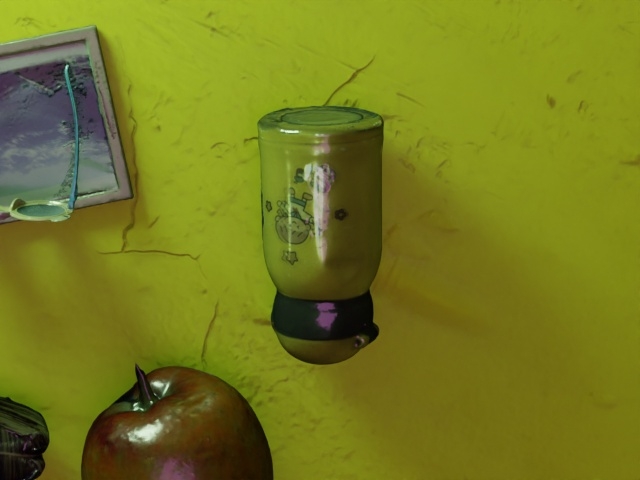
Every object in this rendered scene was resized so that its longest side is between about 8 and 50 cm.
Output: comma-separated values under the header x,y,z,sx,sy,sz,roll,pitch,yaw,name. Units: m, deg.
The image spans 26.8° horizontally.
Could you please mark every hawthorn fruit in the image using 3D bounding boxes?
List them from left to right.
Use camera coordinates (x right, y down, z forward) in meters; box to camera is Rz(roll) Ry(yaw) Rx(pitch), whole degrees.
x,y,z,sx,sy,sz,roll,pitch,yaw,name
-0.200,0.301,1.855,0.268,0.268,0.300,-12,104,-5,hawthorn fruit

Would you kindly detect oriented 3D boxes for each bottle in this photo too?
x,y,z,sx,sy,sz,roll,pitch,yaw,name
0.000,0.000,1.844,0.172,0.171,0.351,-2,105,-8,bottle

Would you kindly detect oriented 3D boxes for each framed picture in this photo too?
x,y,z,sx,sy,sz,roll,pitch,yaw,name
-0.443,-0.141,1.822,0.335,0.022,0.247,-11,106,-6,framed picture

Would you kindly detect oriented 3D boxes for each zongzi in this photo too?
x,y,z,sx,sy,sz,roll,pitch,yaw,name
-0.527,0.190,1.838,0.289,0.154,0.317,-5,98,-15,zongzi

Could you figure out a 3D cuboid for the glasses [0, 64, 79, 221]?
x,y,z,sx,sy,sz,roll,pitch,yaw,name
-0.410,-0.135,1.798,0.190,0.088,0.220,10,83,-10,glasses
